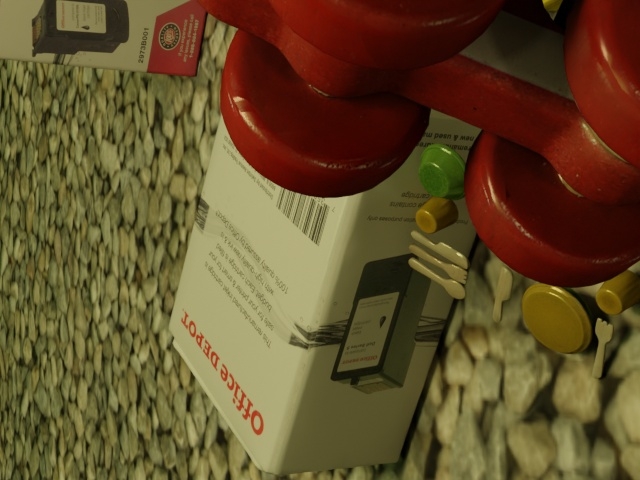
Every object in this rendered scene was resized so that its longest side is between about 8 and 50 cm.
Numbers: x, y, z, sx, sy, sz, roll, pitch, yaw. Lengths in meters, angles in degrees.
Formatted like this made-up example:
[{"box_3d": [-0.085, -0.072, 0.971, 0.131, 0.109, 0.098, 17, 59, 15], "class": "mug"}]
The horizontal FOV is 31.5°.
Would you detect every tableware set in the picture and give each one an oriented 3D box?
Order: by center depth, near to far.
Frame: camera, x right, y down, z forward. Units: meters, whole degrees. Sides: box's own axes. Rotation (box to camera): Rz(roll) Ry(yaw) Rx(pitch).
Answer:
[{"box_3d": [0.117, 0.007, 0.667, 0.154, 0.024, 0.104, 32, 139, 31], "class": "tableware set"}]

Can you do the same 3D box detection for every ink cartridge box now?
[{"box_3d": [0.000, 0.000, 0.818, 0.198, 0.115, 0.272, 46, 127, 50], "class": "ink cartridge box"}, {"box_3d": [-0.231, -0.259, 1.089, 0.100, 0.237, 0.171, 40, 123, 52], "class": "ink cartridge box"}]

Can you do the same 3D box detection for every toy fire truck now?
[{"box_3d": [0.100, -0.136, 0.508, 0.169, 0.302, 0.253, 117, 173, -69], "class": "toy fire truck"}]

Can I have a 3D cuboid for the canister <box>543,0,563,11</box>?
[{"box_3d": [0.073, -0.202, 0.645, 0.073, 0.170, 0.126, -19, 73, 58], "class": "canister"}]
